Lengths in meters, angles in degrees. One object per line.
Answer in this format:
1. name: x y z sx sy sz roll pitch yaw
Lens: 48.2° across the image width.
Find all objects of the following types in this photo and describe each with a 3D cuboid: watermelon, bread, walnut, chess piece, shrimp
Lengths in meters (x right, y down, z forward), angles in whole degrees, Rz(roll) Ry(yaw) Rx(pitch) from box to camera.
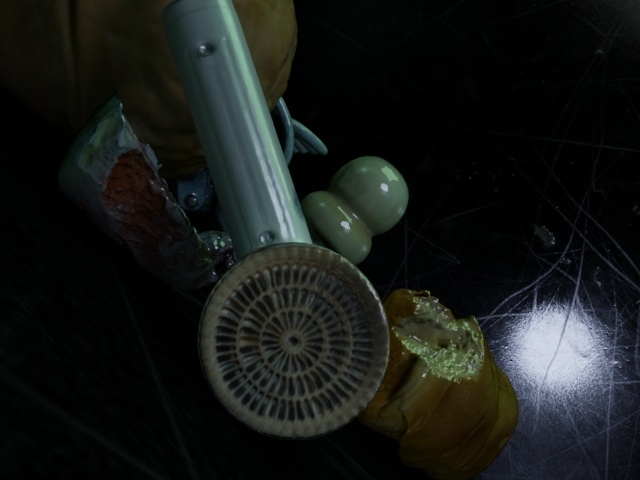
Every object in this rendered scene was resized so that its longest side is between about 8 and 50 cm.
1. watermelon: -0.129 -0.022 0.503 0.139 0.071 0.187 56 -8 2
2. bread: 0.159 0.210 0.943 0.148 0.195 0.344 20 -16 32
3. walnut: -0.164 -0.192 0.642 0.277 0.252 0.313 37 -9 6
4. chess piece: 0.000 0.000 0.842 0.133 0.243 0.133 45 -1 1
5. shrimp: -0.062 0.047 0.707 0.165 0.065 0.056 39 -26 -9

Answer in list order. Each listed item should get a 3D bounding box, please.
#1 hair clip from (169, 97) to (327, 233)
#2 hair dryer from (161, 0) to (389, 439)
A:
1. hair clip: -0.152 -0.126 1.148 0.392 0.238 0.318 46 -5 -16
2. hair dryer: -0.047 -0.059 0.476 0.173 0.107 0.358 74 -1 -84
